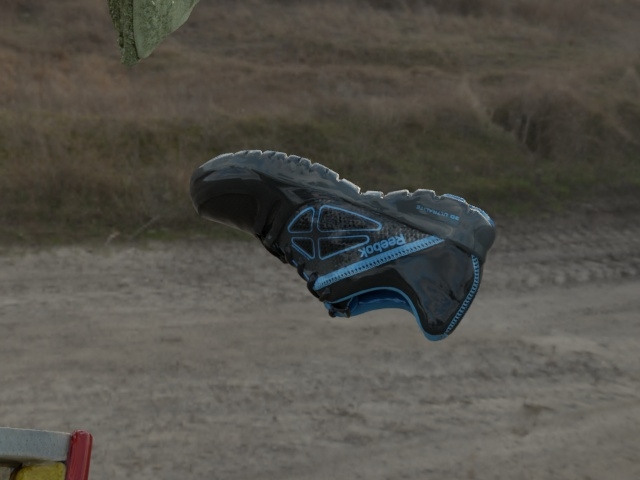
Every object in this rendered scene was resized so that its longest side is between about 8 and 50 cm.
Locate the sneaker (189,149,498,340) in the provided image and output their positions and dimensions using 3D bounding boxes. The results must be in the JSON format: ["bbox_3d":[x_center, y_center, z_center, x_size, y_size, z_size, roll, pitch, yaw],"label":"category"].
[{"bbox_3d":[0.000,0.000,0.849,0.341,0.139,0.125,14,-12,24],"label":"sneaker"}]

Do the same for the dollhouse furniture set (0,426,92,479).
[{"bbox_3d":[-0.143,0.288,0.374,0.152,0.374,0.201,12,-25,-23],"label":"dollhouse furniture set"}]

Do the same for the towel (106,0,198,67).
[{"bbox_3d":[-0.093,-0.182,0.501,0.027,0.148,0.110,29,64,8],"label":"towel"}]
